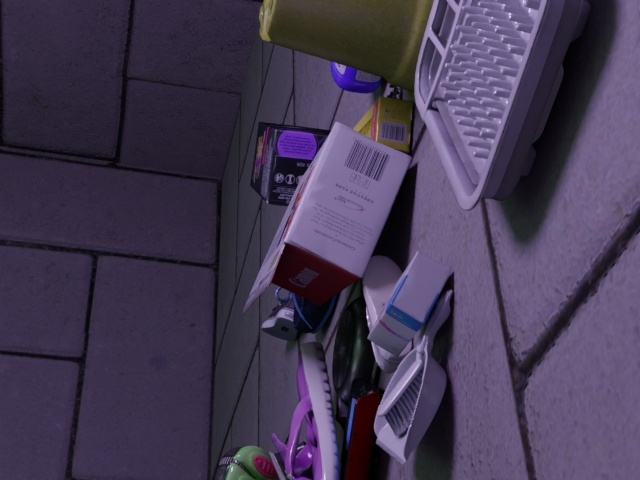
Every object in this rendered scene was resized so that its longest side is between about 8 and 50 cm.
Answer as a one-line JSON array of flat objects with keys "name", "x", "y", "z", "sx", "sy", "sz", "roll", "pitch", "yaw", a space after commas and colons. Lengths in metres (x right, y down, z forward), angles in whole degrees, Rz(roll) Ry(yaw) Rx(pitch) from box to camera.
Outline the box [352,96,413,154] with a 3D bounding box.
[{"name": "box", "x": 0.088, "y": -0.154, "z": 1.605, "sx": 0.232, "sy": 0.058, "sz": 0.087, "roll": 143, "pitch": 134, "yaw": -74}]

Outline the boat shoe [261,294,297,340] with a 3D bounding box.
[{"name": "boat shoe", "x": -0.075, "y": 0.165, "z": 2.200, "sx": 0.228, "sy": 0.080, "sz": 0.076, "roll": 121, "pitch": 171, "yaw": -71}]

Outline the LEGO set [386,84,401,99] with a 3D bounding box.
[{"name": "LEGO set", "x": 0.119, "y": -0.237, "z": 1.585, "sx": 0.083, "sy": 0.023, "sz": 0.054, "roll": 101, "pitch": -179, "yaw": -66}]

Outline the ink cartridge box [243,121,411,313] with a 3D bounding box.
[{"name": "ink cartridge box", "x": 0.000, "y": 0.000, "z": 1.562, "sx": 0.309, "sy": 0.130, "sz": 0.272, "roll": 133, "pitch": 161, "yaw": -75}]

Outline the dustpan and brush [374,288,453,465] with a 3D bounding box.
[{"name": "dustpan and brush", "x": 0.122, "y": 0.161, "z": 1.229, "sx": 0.211, "sy": 0.060, "sz": 0.147, "roll": -55, "pitch": 9, "yaw": -6}]

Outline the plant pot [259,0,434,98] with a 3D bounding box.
[{"name": "plant pot", "x": 0.049, "y": -0.357, "z": 1.428, "sx": 0.276, "sy": 0.253, "sz": 0.276, "roll": -173, "pitch": 90, "yaw": -78}]

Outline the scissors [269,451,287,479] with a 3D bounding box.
[{"name": "scissors", "x": -0.020, "y": 0.471, "z": 1.561, "sx": 0.297, "sy": 0.021, "sz": 0.109, "roll": 50, "pitch": 149, "yaw": 42}]

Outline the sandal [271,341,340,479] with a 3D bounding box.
[{"name": "sandal", "x": -0.026, "y": 0.323, "z": 1.588, "sx": 0.416, "sy": 0.102, "sz": 0.169, "roll": -98, "pitch": 4, "yaw": -62}]

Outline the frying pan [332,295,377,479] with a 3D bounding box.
[{"name": "frying pan", "x": 0.044, "y": 0.237, "z": 1.633, "sx": 0.197, "sy": 0.053, "sz": 0.326, "roll": -105, "pitch": 27, "yaw": -66}]

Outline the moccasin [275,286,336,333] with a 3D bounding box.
[{"name": "moccasin", "x": -0.020, "y": 0.037, "z": 1.876, "sx": 0.138, "sy": 0.116, "sz": 0.342, "roll": -96, "pitch": 17, "yaw": -49}]

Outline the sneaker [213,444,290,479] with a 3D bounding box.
[{"name": "sneaker", "x": -0.155, "y": 0.533, "z": 1.762, "sx": 0.185, "sy": 0.202, "sz": 0.483, "roll": -43, "pitch": -32, "yaw": -39}]

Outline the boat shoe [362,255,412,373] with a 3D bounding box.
[{"name": "boat shoe", "x": 0.094, "y": 0.107, "z": 1.433, "sx": 0.063, "sy": 0.066, "sz": 0.184, "roll": 111, "pitch": 153, "yaw": -47}]

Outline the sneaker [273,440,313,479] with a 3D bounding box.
[{"name": "sneaker", "x": -0.043, "y": 0.473, "z": 1.869, "sx": 0.083, "sy": 0.118, "sz": 0.222, "roll": -120, "pitch": 6, "yaw": -46}]

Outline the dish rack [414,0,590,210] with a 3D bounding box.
[{"name": "dish rack", "x": 0.194, "y": -0.216, "z": 1.088, "sx": 0.333, "sy": 0.072, "sz": 0.286, "roll": -99, "pitch": 21, "yaw": -55}]

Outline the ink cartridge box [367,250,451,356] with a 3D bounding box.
[{"name": "ink cartridge box", "x": 0.112, "y": 0.083, "z": 1.276, "sx": 0.088, "sy": 0.052, "sz": 0.122, "roll": -59, "pitch": -4, "yaw": -29}]

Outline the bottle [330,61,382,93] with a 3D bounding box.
[{"name": "bottle", "x": 0.090, "y": -0.384, "z": 1.651, "sx": 0.118, "sy": 0.092, "sz": 0.283, "roll": -95, "pitch": 17, "yaw": -45}]

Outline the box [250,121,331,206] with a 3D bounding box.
[{"name": "box", "x": -0.039, "y": -0.150, "z": 1.962, "sx": 0.270, "sy": 0.165, "sz": 0.143, "roll": -133, "pitch": 50, "yaw": -76}]

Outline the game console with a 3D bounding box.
[{"name": "game console", "x": 0.045, "y": 0.286, "z": 1.464, "sx": 0.124, "sy": 0.085, "sz": 0.144, "roll": 17, "pitch": 99, "yaw": 58}]
